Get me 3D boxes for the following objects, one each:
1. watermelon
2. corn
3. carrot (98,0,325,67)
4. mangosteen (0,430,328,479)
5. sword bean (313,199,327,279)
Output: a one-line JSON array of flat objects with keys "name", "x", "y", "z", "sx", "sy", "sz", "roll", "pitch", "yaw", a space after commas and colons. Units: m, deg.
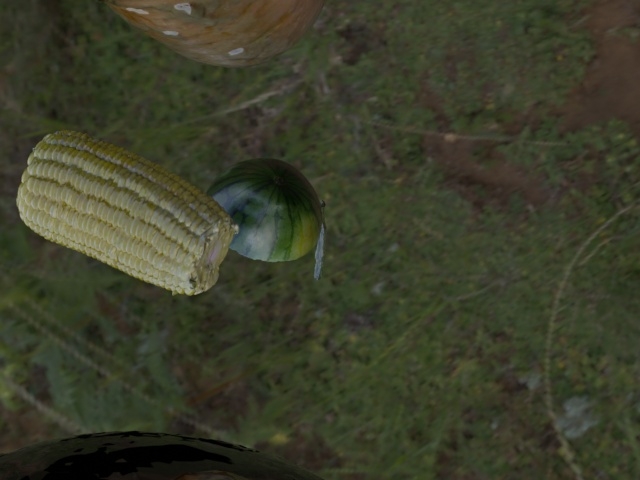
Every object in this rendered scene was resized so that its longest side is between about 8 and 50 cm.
[{"name": "watermelon", "x": -0.045, "y": -0.033, "z": 1.090, "sx": 0.105, "sy": 0.105, "sz": 0.062, "roll": 40, "pitch": 131, "yaw": 21}, {"name": "corn", "x": -0.139, "y": -0.019, "z": 0.930, "sx": 0.165, "sy": 0.063, "sz": 0.085, "roll": 26, "pitch": 86, "yaw": 21}, {"name": "carrot", "x": -0.088, "y": -0.181, "z": 0.693, "sx": 0.138, "sy": 0.302, "sz": 0.139, "roll": -2, "pitch": 83, "yaw": 16}, {"name": "mangosteen", "x": -0.049, "y": 0.143, "z": 0.312, "sx": 0.211, "sy": 0.211, "sz": 0.250, "roll": 46, "pitch": 170, "yaw": 17}, {"name": "sword bean", "x": 0.000, "y": 0.000, "z": 1.180, "sx": 0.012, "sy": 0.012, "sz": 0.083, "roll": 24, "pitch": 130, "yaw": 30}]
